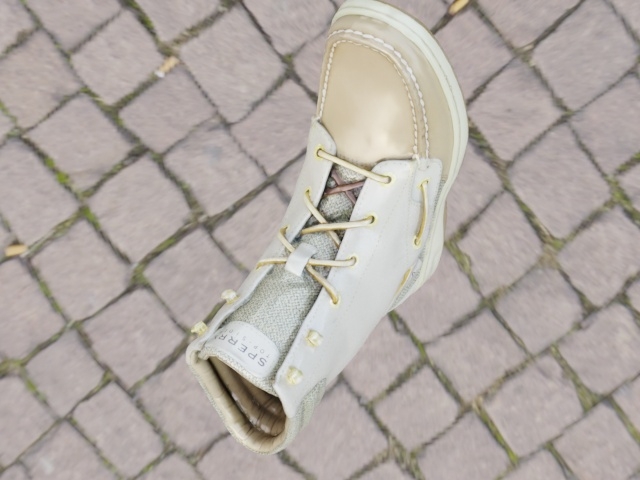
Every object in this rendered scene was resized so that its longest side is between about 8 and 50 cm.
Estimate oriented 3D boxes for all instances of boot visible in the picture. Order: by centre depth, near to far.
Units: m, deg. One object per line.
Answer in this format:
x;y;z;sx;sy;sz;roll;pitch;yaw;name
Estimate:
0.000;0.000;0.642;0.077;0.213;0.165;27;55;22;boot
